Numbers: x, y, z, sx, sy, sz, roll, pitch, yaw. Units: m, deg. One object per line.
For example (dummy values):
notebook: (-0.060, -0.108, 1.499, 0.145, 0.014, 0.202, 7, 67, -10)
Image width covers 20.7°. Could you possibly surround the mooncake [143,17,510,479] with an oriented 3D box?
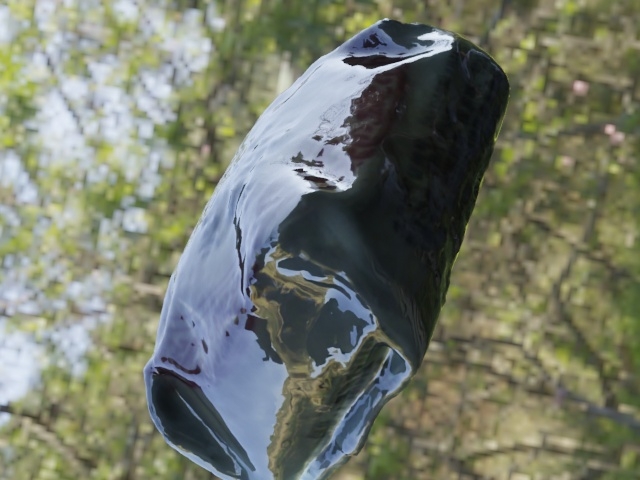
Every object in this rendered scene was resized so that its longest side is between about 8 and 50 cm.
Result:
mooncake: (0.000, 0.000, 0.543, 0.130, 0.073, 0.125, -53, 12, 46)
